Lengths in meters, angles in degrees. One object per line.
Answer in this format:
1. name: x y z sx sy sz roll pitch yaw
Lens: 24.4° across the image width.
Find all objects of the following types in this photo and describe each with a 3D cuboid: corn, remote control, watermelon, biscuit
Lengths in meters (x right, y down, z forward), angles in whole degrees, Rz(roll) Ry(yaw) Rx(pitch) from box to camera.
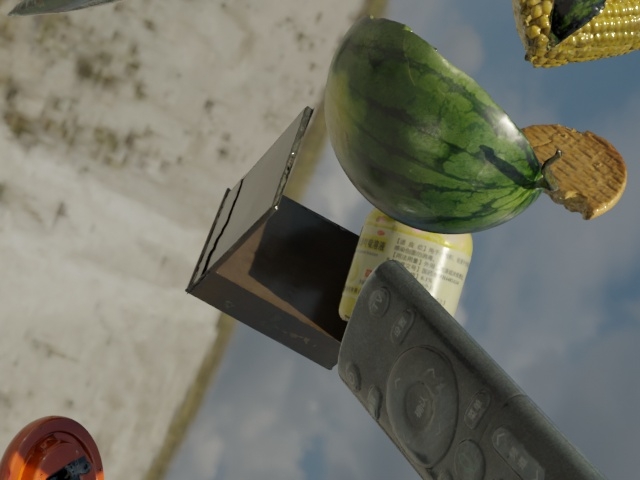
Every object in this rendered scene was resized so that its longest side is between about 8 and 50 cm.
1. corn: 0.424 -0.324 1.987 0.144 0.387 0.144 165 -90 -72
2. remote control: 0.120 0.152 0.924 0.377 0.044 0.107 48 -56 47
3. watermelon: 0.086 -0.079 1.254 0.127 0.232 0.204 -44 163 -9
4. watermelon: 0.269 -0.264 1.372 0.245 0.063 0.119 -50 172 -43
5. biscuit: 0.382 -0.116 2.257 0.224 0.144 0.033 41 -30 37

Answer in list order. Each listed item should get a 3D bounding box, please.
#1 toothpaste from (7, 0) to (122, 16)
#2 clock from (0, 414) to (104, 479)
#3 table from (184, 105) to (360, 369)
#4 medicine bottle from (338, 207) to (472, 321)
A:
1. toothpaste: -0.224 -0.284 1.599 0.392 0.098 0.061 -3 -70 56
2. clock: -0.354 0.334 1.956 0.051 0.205 0.205 -2 -118 31
3. table: 0.000 0.000 2.038 0.282 0.250 0.196 -44 -159 53
4. medicine bottle: 0.103 -0.002 1.570 0.122 0.121 0.213 -173 -80 -72
